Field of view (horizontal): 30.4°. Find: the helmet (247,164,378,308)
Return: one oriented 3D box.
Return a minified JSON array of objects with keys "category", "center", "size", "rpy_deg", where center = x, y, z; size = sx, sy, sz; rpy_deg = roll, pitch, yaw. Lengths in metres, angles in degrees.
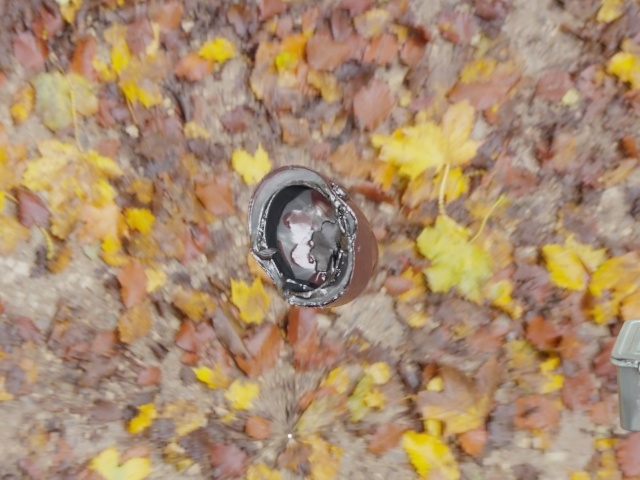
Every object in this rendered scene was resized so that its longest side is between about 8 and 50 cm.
[{"category":"helmet","center":[0.000,0.000,0.968],"size":[0.098,0.070,0.123],"rpy_deg":[-38,63,23]}]

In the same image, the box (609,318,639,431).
[{"category":"box","center":[0.294,0.116,1.007],"size":[0.084,0.122,0.069],"rpy_deg":[4,105,22]}]
